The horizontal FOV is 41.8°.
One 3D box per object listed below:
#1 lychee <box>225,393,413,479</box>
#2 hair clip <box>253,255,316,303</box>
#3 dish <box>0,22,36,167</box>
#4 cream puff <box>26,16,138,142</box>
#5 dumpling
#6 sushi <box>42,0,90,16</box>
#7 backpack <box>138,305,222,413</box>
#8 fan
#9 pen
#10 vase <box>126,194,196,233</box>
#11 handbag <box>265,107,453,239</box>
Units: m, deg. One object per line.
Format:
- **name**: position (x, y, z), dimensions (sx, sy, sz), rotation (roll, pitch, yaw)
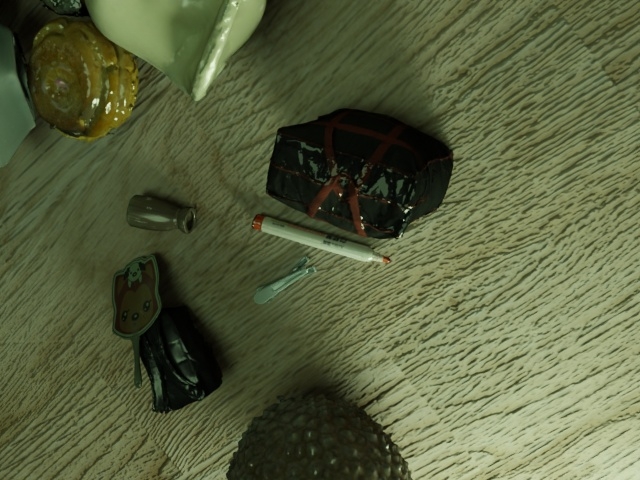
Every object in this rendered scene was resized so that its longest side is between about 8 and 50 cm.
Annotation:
- **lychee**: position (0.005, 0.373, 1.254), dimensions (0.300, 0.300, 0.299), rotation (8, 113, 20)
- **hair clip**: position (-0.056, 0.065, 1.285), dimensions (0.115, 0.039, 0.030), rotation (-36, 99, 27)
- **dish**: position (-0.477, -0.238, 1.248), dimensions (0.080, 0.243, 0.181), rotation (-9, 72, -11)
- **cream puff**: position (-0.340, -0.233, 1.234), dimensions (0.189, 0.129, 0.188), rotation (13, 113, 34)
- **dumpling**: position (-0.175, -0.388, 1.047), dimensions (0.315, 0.233, 0.395), rotation (-50, 56, 33)
- **sushi**: position (-0.353, -0.376, 1.211), dimensions (0.094, 0.084, 0.098), rotation (28, 114, 15)
- **backpack**: position (-0.233, 0.190, 1.372), dimensions (0.120, 0.106, 0.165), rotation (-24, 78, 32)
- **fan**: position (-0.299, 0.131, 1.356), dimensions (0.132, 0.009, 0.219), rotation (-24, 62, 36)
- **pen**: position (0.000, 0.000, 1.242), dimensions (0.218, 0.026, 0.026), rotation (17, 115, 16)
- **vase**: position (-0.249, -0.039, 1.317), dimensions (0.101, 0.053, 0.053), rotation (10, 113, 15)
- **handbag**: position (0.051, -0.090, 1.103), dimensions (0.216, 0.169, 0.155), rotation (17, 115, 17)
